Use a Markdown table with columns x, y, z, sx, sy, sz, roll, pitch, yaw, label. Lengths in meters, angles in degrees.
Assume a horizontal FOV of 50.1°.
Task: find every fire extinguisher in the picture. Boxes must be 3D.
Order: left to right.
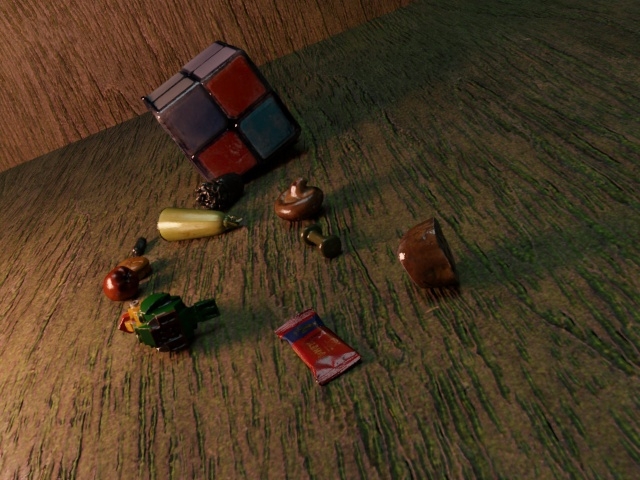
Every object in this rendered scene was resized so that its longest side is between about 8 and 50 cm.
| x | y | z | sx | sy | sz | roll | pitch | yaw | label |
| --- | --- | --- | --- | --- | --- | --- | --- | --- | --- |
| -0.484 | 0.023 | 1.818 | 0.038 | 0.025 | 0.083 | -55 | 16 | 22 | fire extinguisher |

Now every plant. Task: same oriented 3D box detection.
| x | y | z | sx | sy | sz | roll | pitch | yaw | label |
| --- | --- | --- | --- | --- | --- | --- | --- | --- | --- |
| -0.279 | -0.134 | 1.882 | 0.094 | 0.092 | 0.143 | 6 | 29 | 33 | plant |

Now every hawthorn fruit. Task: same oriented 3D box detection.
| x | y | z | sx | sy | sz | roll | pitch | yaw | label |
| --- | --- | --- | --- | --- | --- | --- | --- | --- | --- |
| -0.470 | 0.106 | 1.600 | 0.093 | 0.081 | 0.081 | -39 | 9 | 43 | hawthorn fruit |

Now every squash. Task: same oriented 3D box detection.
| x | y | z | sx | sy | sz | roll | pitch | yaw | label |
| --- | --- | --- | --- | --- | --- | --- | --- | --- | --- |
| -0.300 | -0.046 | 1.750 | 0.224 | 0.094 | 0.094 | -2 | 32 | 23 | squash |

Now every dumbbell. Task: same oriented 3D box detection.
| x | y | z | sx | sy | sz | roll | pitch | yaw | label |
| --- | --- | --- | --- | --- | --- | --- | --- | --- | --- |
| 0.000 | 0.000 | 1.454 | 0.052 | 0.046 | 0.118 | -25 | 25 | -16 | dumbbell |

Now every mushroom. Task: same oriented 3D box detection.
| x | y | z | sx | sy | sz | roll | pitch | yaw | label |
| --- | --- | --- | --- | --- | --- | --- | --- | --- | --- |
| -0.050 | -0.092 | 1.628 | 0.126 | 0.085 | 0.109 | 20 | 83 | 51 | mushroom |

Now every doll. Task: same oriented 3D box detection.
| x | y | z | sx | sy | sz | roll | pitch | yaw | label |
| --- | --- | --- | --- | --- | --- | --- | --- | --- | --- |
| -0.308 | 0.152 | 1.339 | 0.186 | 0.106 | 0.134 | 3 | 30 | 42 | doll |

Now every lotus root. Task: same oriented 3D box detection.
| x | y | z | sx | sy | sz | roll | pitch | yaw | label |
| --- | --- | --- | --- | --- | --- | --- | --- | --- | --- |
| 0.189 | 0.029 | 1.180 | 0.081 | 0.112 | 0.122 | -30 | 12 | 16 | lotus root |

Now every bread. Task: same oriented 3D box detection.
| x | y | z | sx | sy | sz | roll | pitch | yaw | label |
| --- | --- | --- | --- | --- | --- | --- | --- | --- | --- |
| -0.459 | 0.070 | 1.683 | 0.081 | 0.046 | 0.083 | -28 | 25 | -17 | bread |

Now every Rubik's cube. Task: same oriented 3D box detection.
| x | y | z | sx | sy | sz | roll | pitch | yaw | label |
| --- | --- | --- | --- | --- | --- | --- | --- | --- | --- |
| -0.298 | -0.373 | 2.038 | 0.313 | 0.318 | 0.316 | -40 | 30 | -5 | Rubik's cube |

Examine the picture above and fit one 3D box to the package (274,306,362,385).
| x | y | z | sx | sy | sz | roll | pitch | yaw | label |
| --- | --- | --- | --- | --- | --- | --- | --- | --- | --- |
| -0.009 | 0.174 | 1.157 | 0.083 | 0.022 | 0.200 | -29 | 28 | -14 | package |
